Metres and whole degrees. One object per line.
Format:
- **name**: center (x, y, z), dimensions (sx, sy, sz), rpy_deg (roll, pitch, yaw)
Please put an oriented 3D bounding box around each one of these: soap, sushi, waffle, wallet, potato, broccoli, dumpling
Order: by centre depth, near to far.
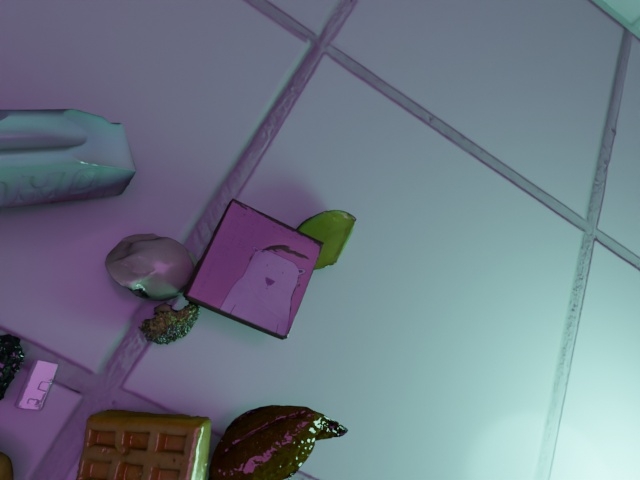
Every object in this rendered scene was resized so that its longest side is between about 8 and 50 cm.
- **waffle**: center (-0.300, 0.411, 0.752), dimensions (0.221, 0.055, 0.247), rpy_deg (-3, 67, 17)
- **soap**: center (-0.500, -0.137, 0.795), dimensions (0.324, 0.193, 0.109), rpy_deg (-12, 78, -40)
- **wallet**: center (-0.499, 0.255, 0.812), dimensions (0.044, 0.011, 0.083), rpy_deg (18, 67, -16)
- **sushi**: center (-0.102, 0.387, 0.861), dimensions (0.287, 0.149, 0.140), rpy_deg (-28, 120, -26)
- **broccoli**: center (-0.289, 0.152, 0.895), dimensions (0.097, 0.095, 0.092), rpy_deg (-43, 69, 8)
- **dumpling**: center (-0.324, 0.043, 0.910), dimensions (0.177, 0.092, 0.150), rpy_deg (-19, 71, -23)
- **potato**: center (0.000, 0.000, 1.068), dimensions (0.119, 0.054, 0.198), rpy_deg (45, 62, -3)

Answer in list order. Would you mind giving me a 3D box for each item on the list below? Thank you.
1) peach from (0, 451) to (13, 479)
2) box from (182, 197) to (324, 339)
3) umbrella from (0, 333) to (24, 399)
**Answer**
- **peach**: center (-0.551, 0.375, 0.664), dimensions (0.184, 0.184, 0.184), rpy_deg (6, 72, -20)
- **box**: center (-0.132, 0.060, 0.923), dimensions (0.215, 0.086, 0.215), rpy_deg (26, 71, -13)
- **umbrella**: center (-0.655, 0.158, 0.720), dimensions (0.337, 0.128, 0.154), rpy_deg (27, 68, -9)
